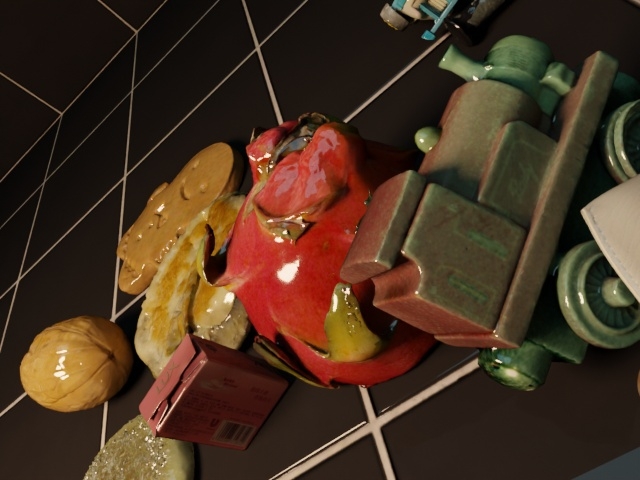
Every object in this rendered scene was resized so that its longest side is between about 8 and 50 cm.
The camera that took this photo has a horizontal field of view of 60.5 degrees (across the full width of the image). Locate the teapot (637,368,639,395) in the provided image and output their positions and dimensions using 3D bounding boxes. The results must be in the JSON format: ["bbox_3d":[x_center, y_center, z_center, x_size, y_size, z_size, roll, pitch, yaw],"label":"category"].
[{"bbox_3d":[0.275,0.084,0.385,0.085,0.110,0.080,-25,17,-28],"label":"teapot"}]

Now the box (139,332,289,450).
[{"bbox_3d":[-0.126,0.187,0.666,0.111,0.156,0.060,-55,45,1],"label":"box"}]

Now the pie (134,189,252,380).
[{"bbox_3d":[-0.183,0.069,0.872,0.339,0.077,0.338,-33,43,38],"label":"pie"}]

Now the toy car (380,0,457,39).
[{"bbox_3d":[0.172,-0.376,0.859,0.126,0.098,0.161,-52,-3,24],"label":"toy car"}]

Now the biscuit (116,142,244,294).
[{"bbox_3d":[-0.291,-0.055,1.103,0.355,0.052,0.275,-42,40,15],"label":"biscuit"}]

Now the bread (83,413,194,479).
[{"bbox_3d":[-0.273,0.368,0.769,0.267,0.040,0.266,-27,45,30],"label":"bread"}]

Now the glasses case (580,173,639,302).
[{"bbox_3d":[0.327,-0.059,0.353,0.308,0.083,0.128,-29,48,-6],"label":"glasses case"}]

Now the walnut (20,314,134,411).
[{"bbox_3d":[-0.413,0.210,0.940,0.197,0.165,0.165,-14,52,29],"label":"walnut"}]

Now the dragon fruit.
[{"bbox_3d":[0.000,0.000,0.625,0.306,0.226,0.305,-24,47,29],"label":"dragon fruit"}]

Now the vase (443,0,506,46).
[{"bbox_3d":[0.252,-0.352,0.769,0.167,0.059,0.059,-44,39,11],"label":"vase"}]

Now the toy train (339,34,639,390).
[{"bbox_3d":[0.169,-0.039,0.469,0.304,0.222,0.150,-64,6,-16],"label":"toy train"}]
